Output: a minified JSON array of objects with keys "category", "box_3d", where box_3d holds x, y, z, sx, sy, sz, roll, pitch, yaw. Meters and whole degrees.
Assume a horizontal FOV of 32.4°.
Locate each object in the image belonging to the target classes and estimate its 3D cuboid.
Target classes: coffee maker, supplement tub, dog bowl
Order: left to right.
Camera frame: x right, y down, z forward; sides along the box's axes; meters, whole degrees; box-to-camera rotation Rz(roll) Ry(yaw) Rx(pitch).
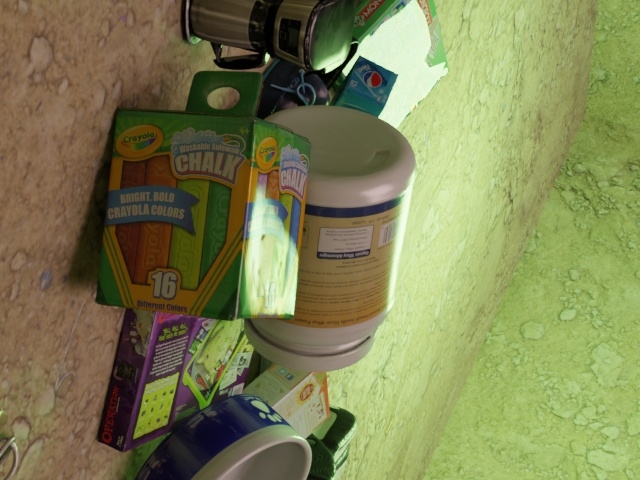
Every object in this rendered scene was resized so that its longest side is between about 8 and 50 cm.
[{"category":"dog bowl","box_3d":[-0.144,0.353,1.589,0.265,0.104,0.265,-34,147,-25]},{"category":"coffee maker","box_3d":[-0.049,-0.283,1.330,0.171,0.178,0.120,-58,156,-34]},{"category":"supplement tub","box_3d":[0.000,0.000,1.506,0.228,0.228,0.316,-46,150,-50]}]

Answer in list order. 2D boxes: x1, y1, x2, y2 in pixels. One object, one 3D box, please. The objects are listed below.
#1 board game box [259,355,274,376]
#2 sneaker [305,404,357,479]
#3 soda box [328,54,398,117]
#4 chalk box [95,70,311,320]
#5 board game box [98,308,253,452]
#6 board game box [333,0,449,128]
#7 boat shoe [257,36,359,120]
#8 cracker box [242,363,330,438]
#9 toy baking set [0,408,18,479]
[{"category":"board game box","box_3d":[-0.014,0.146,1.961,0.305,0.053,0.193,-43,146,-53]},{"category":"sneaker","box_3d":[-0.057,0.491,1.969,0.447,0.169,0.257,-34,136,-63]},{"category":"soda box","box_3d":[0.042,-0.187,1.677,0.071,0.067,0.210,-68,-173,-31]},{"category":"chalk box","box_3d":[-0.128,-0.058,1.280,0.179,0.180,0.288,9,85,-70]},{"category":"board game box","box_3d":[-0.181,0.157,1.550,0.347,0.056,0.208,-8,118,-68]},{"category":"board game box","box_3d":[0.115,-0.300,1.842,0.213,0.046,0.317,-48,155,-9]},{"category":"boat shoe","box_3d":[-0.026,-0.220,1.573,0.258,0.089,0.109,-63,158,-24]},{"category":"cracker box","box_3d":[-0.088,0.295,1.789,0.232,0.067,0.155,-39,145,-29]},{"category":"toy baking set","box_3d":[-0.385,0.308,1.171,0.197,0.030,0.256,-46,148,-56]}]
